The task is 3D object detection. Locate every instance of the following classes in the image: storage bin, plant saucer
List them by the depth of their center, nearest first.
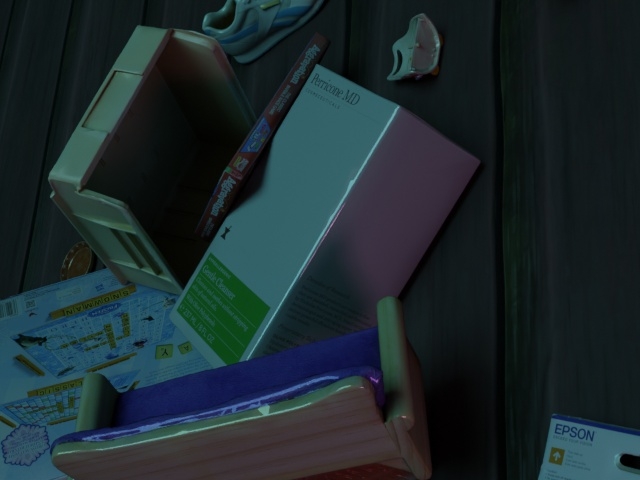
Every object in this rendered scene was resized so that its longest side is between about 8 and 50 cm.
[{"bbox_3d":[-0.200,-0.098,1.417,0.123,0.260,0.262,13,63,23],"label":"storage bin"},{"bbox_3d":[-0.398,0.042,1.800,0.083,0.013,0.084,-22,55,36],"label":"plant saucer"}]

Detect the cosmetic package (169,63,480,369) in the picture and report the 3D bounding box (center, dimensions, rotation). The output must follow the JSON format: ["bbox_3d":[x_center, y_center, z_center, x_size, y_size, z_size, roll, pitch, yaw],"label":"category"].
[{"bbox_3d":[0.000,0.000,1.304,0.197,0.155,0.366,35,97,52],"label":"cosmetic package"}]

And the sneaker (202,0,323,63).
[{"bbox_3d":[-0.074,-0.355,1.610,0.228,0.092,0.087,-38,45,25],"label":"sneaker"}]

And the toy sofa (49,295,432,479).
[{"bbox_3d":[-0.080,0.169,1.105,0.362,0.177,0.150,-16,43,14],"label":"toy sofa"}]

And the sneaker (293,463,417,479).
[{"bbox_3d":[-0.025,0.232,1.225,0.302,0.108,0.121,-15,40,15],"label":"sneaker"}]

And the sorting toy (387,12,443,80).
[{"bbox_3d":[0.114,-0.235,1.395,0.075,0.044,0.083,-11,63,51],"label":"sorting toy"}]

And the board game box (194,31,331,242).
[{"bbox_3d":[-0.072,-0.135,1.409,0.281,0.027,0.145,-61,1,-38],"label":"board game box"}]

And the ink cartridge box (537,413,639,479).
[{"bbox_3d":[0.276,0.280,0.954,0.223,0.045,0.224,6,73,47],"label":"ink cartridge box"}]

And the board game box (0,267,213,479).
[{"bbox_3d":[-0.276,0.174,1.428,0.318,0.066,0.318,-16,47,-7],"label":"board game box"}]
